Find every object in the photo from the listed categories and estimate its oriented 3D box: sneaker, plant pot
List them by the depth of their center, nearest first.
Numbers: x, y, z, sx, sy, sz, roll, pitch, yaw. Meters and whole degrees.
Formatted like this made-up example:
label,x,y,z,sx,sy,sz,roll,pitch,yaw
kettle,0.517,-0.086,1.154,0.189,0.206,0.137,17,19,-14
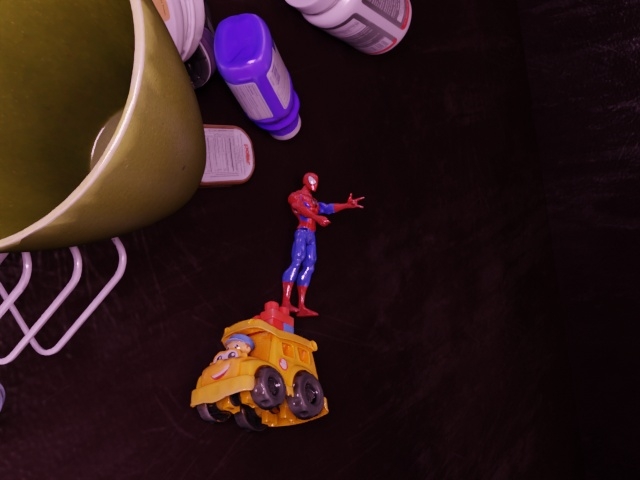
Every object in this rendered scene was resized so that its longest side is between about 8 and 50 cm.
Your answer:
label,x,y,z,sx,sy,sz,roll,pitch,yaw
plant pot,-0.219,-0.108,0.662,0.293,0.275,0.274,28,62,-75
sneaker,-0.240,-0.385,1.145,0.124,0.107,0.283,-66,142,-56

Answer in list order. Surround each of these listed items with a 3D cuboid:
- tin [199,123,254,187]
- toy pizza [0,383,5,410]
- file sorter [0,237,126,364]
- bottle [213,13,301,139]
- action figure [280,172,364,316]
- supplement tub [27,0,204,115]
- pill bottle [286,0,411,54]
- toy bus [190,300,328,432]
label,x,y,z,sx,sy,sz,roll,pitch,yaw
tin,-0.180,-0.142,1.235,0.190,0.040,0.106,-11,99,-55
toy pizza,-0.425,0.190,0.739,0.201,0.201,0.032,-2,50,-55
file sorter,-0.365,0.021,0.727,0.173,0.193,0.278,51,20,18
bottle,-0.097,-0.264,1.252,0.283,0.092,0.118,56,26,-68
action figure,0.000,0.000,1.394,0.091,0.139,0.280,20,67,-54
supplement tub,-0.312,-0.259,0.890,0.316,0.228,0.228,-44,121,-49
pill bottle,0.054,-0.499,1.502,0.283,0.161,0.161,9,79,-54
toy bus,-0.101,0.200,1.227,0.220,0.149,0.211,28,50,-48
